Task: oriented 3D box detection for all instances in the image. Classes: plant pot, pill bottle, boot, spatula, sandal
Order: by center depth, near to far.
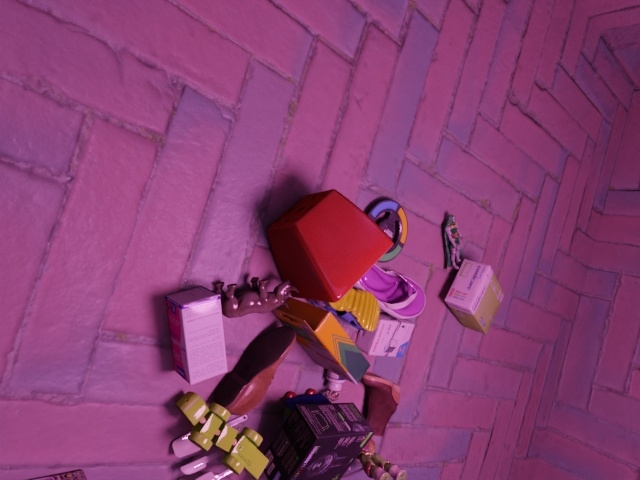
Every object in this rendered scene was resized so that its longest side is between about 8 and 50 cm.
[{"bbox_3d":[-0.291,0.608,1.397,0.242,0.019,0.168,-13,73,-38],"label":"spatula"},{"bbox_3d":[0.000,0.000,1.437,0.267,0.267,0.236,-43,109,-26],"label":"plant pot"},{"bbox_3d":[-0.178,0.389,1.452,0.305,0.112,0.115,-47,135,-14],"label":"boot"},{"bbox_3d":[0.081,0.209,1.605,0.317,0.138,0.126,40,58,-38],"label":"sandal"},{"bbox_3d":[0.057,0.449,1.664,0.067,0.067,0.120,9,92,-40],"label":"pill bottle"},{"bbox_3d":[0.269,0.180,1.741,0.416,0.102,0.169,22,63,-38],"label":"sandal"},{"bbox_3d":[0.203,0.611,1.795,0.248,0.090,0.207,35,73,-41],"label":"boot"}]

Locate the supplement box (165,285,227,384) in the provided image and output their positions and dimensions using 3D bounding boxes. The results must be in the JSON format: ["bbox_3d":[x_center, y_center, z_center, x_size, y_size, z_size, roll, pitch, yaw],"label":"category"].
[{"bbox_3d":[-0.328,0.249,1.289,0.113,0.111,0.220,-14,106,-36],"label":"supplement box"}]

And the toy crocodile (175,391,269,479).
[{"bbox_3d":[-0.271,0.552,1.358,0.340,0.105,0.115,49,55,-24],"label":"toy crocodile"}]

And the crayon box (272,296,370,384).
[{"bbox_3d":[-0.004,0.293,1.500,0.083,0.203,0.323,-50,124,-22],"label":"crayon box"}]

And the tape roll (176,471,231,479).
[{"bbox_3d":[-0.374,0.866,1.384,0.392,0.072,0.392,-8,103,-37],"label":"tape roll"}]

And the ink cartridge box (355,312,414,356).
[{"bbox_3d":[0.237,0.346,1.775,0.190,0.082,0.140,14,98,-41],"label":"ink cartridge box"}]

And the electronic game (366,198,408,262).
[{"bbox_3d":[0.233,-0.034,1.737,0.229,0.048,0.229,-8,103,-38],"label":"electronic game"}]

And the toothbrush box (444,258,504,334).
[{"bbox_3d":[0.658,0.241,2.053,0.206,0.122,0.283,-60,139,-15],"label":"toothbrush box"}]

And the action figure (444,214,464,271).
[{"bbox_3d":[0.545,0.000,1.987,0.137,0.063,0.232,-37,122,-40],"label":"action figure"}]

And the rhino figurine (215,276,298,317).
[{"bbox_3d":[-0.178,0.162,1.398,0.243,0.073,0.106,-5,101,-24],"label":"rhino figurine"}]

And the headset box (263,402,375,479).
[{"bbox_3d":[-0.003,0.641,1.510,0.283,0.131,0.246,18,110,-44],"label":"headset box"}]

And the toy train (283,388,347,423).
[{"bbox_3d":[-0.016,0.581,1.613,0.248,0.105,0.143,6,104,-40],"label":"toy train"}]

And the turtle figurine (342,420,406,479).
[{"bbox_3d":[0.141,0.790,1.667,0.275,0.266,0.198,-47,125,-20],"label":"turtle figurine"}]

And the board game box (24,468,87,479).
[{"bbox_3d":[-0.673,0.675,1.063,0.291,0.141,0.232,6,94,-40],"label":"board game box"}]
